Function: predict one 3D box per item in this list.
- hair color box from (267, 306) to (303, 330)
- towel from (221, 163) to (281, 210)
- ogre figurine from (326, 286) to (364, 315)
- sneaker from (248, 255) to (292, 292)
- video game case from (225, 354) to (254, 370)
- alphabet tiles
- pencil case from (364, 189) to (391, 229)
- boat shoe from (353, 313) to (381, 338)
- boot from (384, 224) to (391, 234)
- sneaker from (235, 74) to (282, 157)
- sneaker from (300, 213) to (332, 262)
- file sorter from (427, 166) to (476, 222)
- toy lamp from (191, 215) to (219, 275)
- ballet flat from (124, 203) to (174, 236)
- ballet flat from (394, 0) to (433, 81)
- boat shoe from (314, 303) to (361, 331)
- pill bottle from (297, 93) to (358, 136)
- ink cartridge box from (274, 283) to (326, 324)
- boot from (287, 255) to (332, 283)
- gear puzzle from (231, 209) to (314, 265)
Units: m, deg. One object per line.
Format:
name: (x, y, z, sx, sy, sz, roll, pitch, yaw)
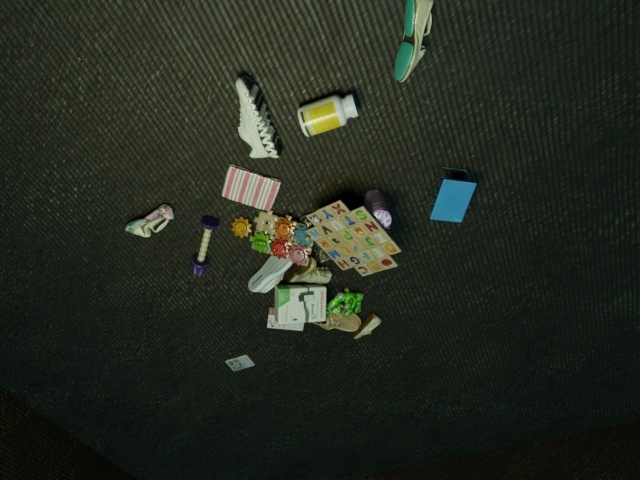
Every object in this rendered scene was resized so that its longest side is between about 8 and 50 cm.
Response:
hair color box: (-0.159, 0.362, 2.168, 0.167, 0.053, 0.093, 6, 130, -7)
towel: (-0.259, -0.194, 1.741, 0.197, 0.029, 0.144, 18, 126, -11)
ogre figurine: (0.116, 0.276, 2.070, 0.197, 0.097, 0.118, 18, 120, -19)
sneaker: (-0.192, 0.130, 1.974, 0.258, 0.094, 0.091, -38, 148, 23)
video game case: (-0.411, 0.627, 2.403, 0.122, 0.011, 0.087, -19, 127, 14)
alphabet tiles: (0.114, 0.001, 1.693, 0.285, 0.011, 0.342, -21, 122, 41)
pencil case: (0.205, -0.109, 1.699, 0.086, 0.206, 0.088, 4, 120, -1)
boat shoe: (0.220, 0.414, 2.205, 0.059, 0.063, 0.170, 32, 121, -17)
boot: (0.222, -0.030, 1.871, 0.114, 0.037, 0.106, 7, 131, -12)
sneaker: (-0.226, -0.391, 1.539, 0.118, 0.110, 0.292, -7, 128, 17)
sneaker: (0.000, 0.000, 1.833, 0.087, 0.130, 0.227, -25, 122, 16)
file sorter: (0.473, -0.169, 1.715, 0.118, 0.104, 0.170, 6, 128, -5)
toy lamp: (-0.467, 0.029, 1.885, 0.080, 0.080, 0.274, 16, 126, -13)
ballet flat: (-0.655, -0.061, 1.803, 0.221, 0.077, 0.079, -25, 82, 15)
ballet flat: (0.283, -0.596, 1.395, 0.086, 0.086, 0.248, 4, 128, -4)
boat shoe: (0.032, 0.354, 2.125, 0.341, 0.110, 0.121, 22, 125, -17)
pill bottle: (0.025, -0.410, 1.520, 0.184, 0.103, 0.103, -15, 127, 12)
ink cartridge box: (-0.084, 0.264, 1.972, 0.208, 0.087, 0.153, -2, 96, -17)
boot: (-0.024, 0.125, 1.922, 0.165, 0.077, 0.213, 9, 154, -26)
gear puzzle: (-0.189, -0.024, 1.806, 0.339, 0.044, 0.175, 18, 104, 10)
